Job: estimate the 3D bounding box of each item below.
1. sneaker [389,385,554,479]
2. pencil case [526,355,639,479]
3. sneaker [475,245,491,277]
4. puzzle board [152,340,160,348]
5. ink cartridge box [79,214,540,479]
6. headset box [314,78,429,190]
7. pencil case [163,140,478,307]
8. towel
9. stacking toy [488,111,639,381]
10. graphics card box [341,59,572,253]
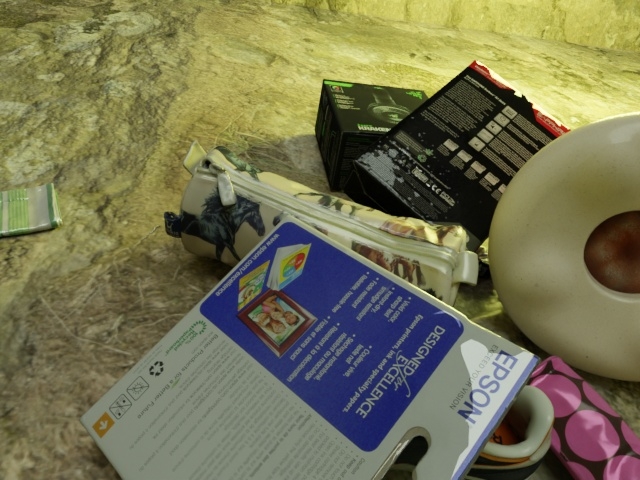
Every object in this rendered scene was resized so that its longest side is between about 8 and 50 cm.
[{"bbox_3d":[0.079,0.176,0.517,0.321,0.127,0.126,7,38,-3],"label":"sneaker"},{"bbox_3d":[0.295,0.230,0.530,0.098,0.095,0.209,-26,44,-8],"label":"pencil case"},{"bbox_3d":[0.257,0.035,0.812,0.098,0.038,0.069,13,36,5],"label":"sneaker"},{"bbox_3d":[-0.129,0.145,0.600,0.128,0.011,0.096,-13,44,-27],"label":"puzzle board"},{"bbox_3d":[-0.020,0.150,0.457,0.307,0.072,0.303,32,66,31],"label":"ink cartridge box"},{"bbox_3d":[0.129,-0.227,1.049,0.247,0.131,0.283,3,37,-11],"label":"headset box"},{"bbox_3d":[0.000,0.000,0.678,0.410,0.183,0.159,20,74,12],"label":"pencil case"},{"bbox_3d":[-0.486,-0.045,0.753,0.152,0.023,0.113,-11,41,-26],"label":"towel"},{"bbox_3d":[0.471,-0.027,0.797,0.351,0.350,0.480,23,21,16],"label":"stacking toy"},{"bbox_3d":[0.242,-0.135,0.838,0.233,0.094,0.371,42,61,10],"label":"graphics card box"}]
